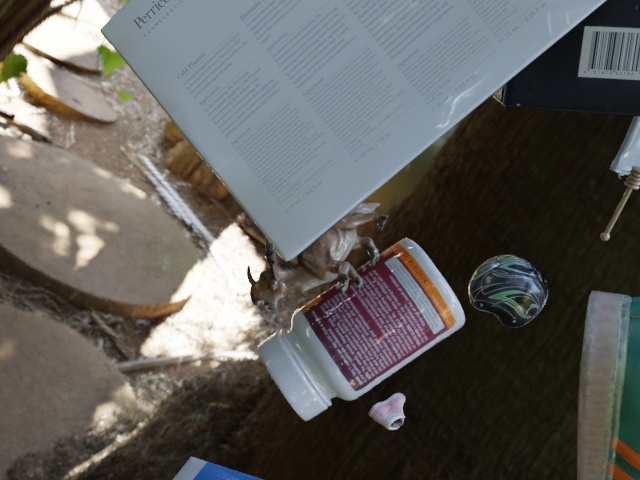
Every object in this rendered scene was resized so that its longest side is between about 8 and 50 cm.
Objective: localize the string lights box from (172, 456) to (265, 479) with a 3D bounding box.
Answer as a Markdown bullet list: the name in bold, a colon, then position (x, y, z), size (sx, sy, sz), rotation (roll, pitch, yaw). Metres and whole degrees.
- **string lights box**: position (-0.079, 0.390, 0.949), size (0.259, 0.133, 0.077), rotation (4, 36, 34)

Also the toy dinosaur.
- **toy dinosaur**: position (0.000, 0.000, 1.291), size (0.200, 0.127, 0.296), rotation (25, 65, 17)

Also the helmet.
- **helmet**: position (0.452, 0.115, 1.721), size (0.161, 0.169, 0.169), rotation (36, 23, -16)

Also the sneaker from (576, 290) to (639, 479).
- **sneaker**: position (0.279, 0.166, 0.578), size (0.120, 0.302, 0.108), rotation (5, 46, 26)

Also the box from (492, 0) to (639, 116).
- **box**: position (0.444, -0.303, 1.151), size (0.296, 0.183, 0.294), rotation (6, 13, 9)

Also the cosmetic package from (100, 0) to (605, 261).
- **cosmetic package**: position (0.027, -0.209, 0.660), size (0.284, 0.377, 0.097), rotation (51, 11, 0)

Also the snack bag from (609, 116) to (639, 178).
- **snack bag**: position (0.779, -0.262, 1.399), size (0.322, 0.343, 0.037), rotation (9, 25, -12)

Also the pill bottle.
- **pill bottle**: position (0.082, 0.189, 1.473), size (0.224, 0.392, 0.224), rotation (56, -2, 3)

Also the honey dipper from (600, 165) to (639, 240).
- **honey dipper**: position (0.590, -0.068, 1.380), size (0.030, 0.161, 0.030), rotation (11, 29, -6)

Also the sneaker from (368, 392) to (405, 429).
- **sneaker**: position (0.173, 0.400, 1.631), size (0.070, 0.051, 0.134), rotation (35, 22, 29)
